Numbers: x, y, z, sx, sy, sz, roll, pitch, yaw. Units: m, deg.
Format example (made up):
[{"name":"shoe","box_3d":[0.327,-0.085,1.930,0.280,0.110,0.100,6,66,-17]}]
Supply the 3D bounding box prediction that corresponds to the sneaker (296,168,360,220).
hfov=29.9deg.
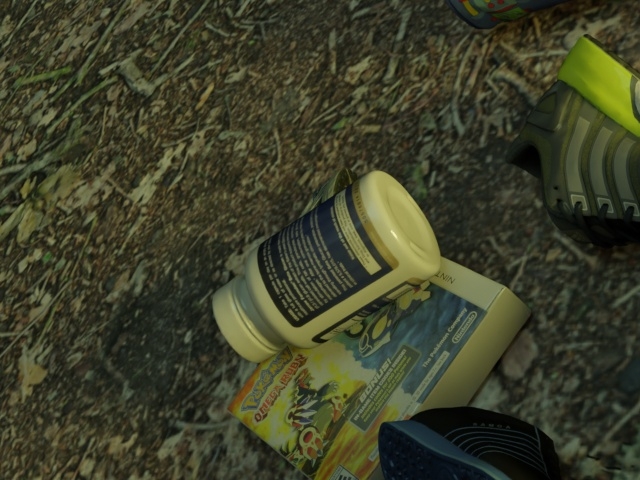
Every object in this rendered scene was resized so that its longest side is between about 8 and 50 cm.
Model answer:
[{"name":"sneaker","box_3d":[0.000,0.000,1.084,0.058,0.052,0.135,-22,36,46]}]

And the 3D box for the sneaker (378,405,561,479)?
[{"name":"sneaker","box_3d":[0.123,0.157,0.753,0.090,0.081,0.232,-11,18,-22]}]

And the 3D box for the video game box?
[{"name":"video game box","box_3d":[0.040,0.097,0.952,0.205,0.048,0.187,-54,34,-7]}]

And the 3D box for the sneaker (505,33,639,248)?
[{"name":"sneaker","box_3d":[0.231,-0.032,0.843,0.121,0.111,0.300,-51,30,15]}]

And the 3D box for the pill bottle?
[{"name":"pill bottle","box_3d":[0.001,0.026,0.936,0.169,0.094,0.094,-33,40,20]}]

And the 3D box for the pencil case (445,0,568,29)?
[{"name":"pencil case","box_3d":[0.242,-0.283,1.019,0.306,0.119,0.133,-15,78,36]}]
